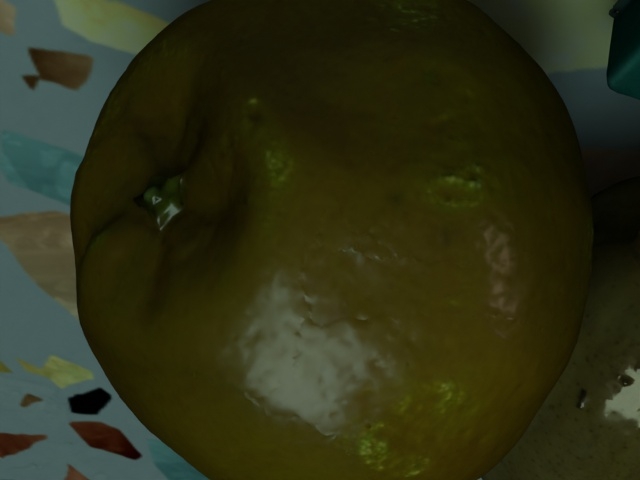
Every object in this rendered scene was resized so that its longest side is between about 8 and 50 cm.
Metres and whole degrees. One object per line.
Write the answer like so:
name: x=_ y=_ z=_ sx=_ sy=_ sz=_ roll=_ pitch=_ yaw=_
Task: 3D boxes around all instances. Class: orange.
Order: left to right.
orange: x=0.000 y=0.000 z=0.712 sx=0.235 sy=0.279 sz=0.279 roll=3 pitch=151 yaw=-37

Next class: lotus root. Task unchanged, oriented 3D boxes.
lotus root: x=0.180 y=0.053 z=0.795 sx=0.182 sy=0.183 sz=0.310 roll=14 pitch=139 yaw=0

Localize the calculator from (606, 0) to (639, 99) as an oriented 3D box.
calculator: x=0.281 y=-0.093 z=0.622 sx=0.274 sy=0.058 sz=0.248 roll=15 pitch=160 yaw=-8
